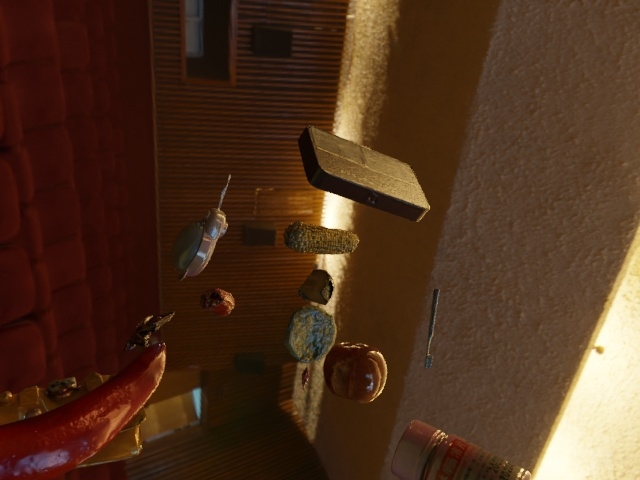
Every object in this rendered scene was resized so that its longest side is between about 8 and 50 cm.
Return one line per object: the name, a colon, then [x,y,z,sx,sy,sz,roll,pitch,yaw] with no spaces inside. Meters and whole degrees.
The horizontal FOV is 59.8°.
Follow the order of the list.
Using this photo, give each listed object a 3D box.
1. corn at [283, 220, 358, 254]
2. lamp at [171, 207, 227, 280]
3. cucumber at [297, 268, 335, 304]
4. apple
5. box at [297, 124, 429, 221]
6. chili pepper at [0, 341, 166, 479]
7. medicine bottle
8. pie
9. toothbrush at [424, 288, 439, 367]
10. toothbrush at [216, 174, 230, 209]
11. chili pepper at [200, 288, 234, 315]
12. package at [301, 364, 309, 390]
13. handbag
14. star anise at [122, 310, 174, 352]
corn: [0.000,0.000,2.041,0.115,0.318,0.115,-17,-110,54]
lamp: [-0.391,0.002,1.746,0.246,0.108,0.179,-55,-147,2]
cucumber: [0.007,0.209,2.434,0.105,0.145,0.325,39,-12,-12]
apple: [0.137,0.528,2.219,0.253,0.253,0.253,27,-58,53]
box: [0.113,-0.172,1.438,0.058,0.350,0.211,-55,-148,33]
chili pepper: [-0.352,0.240,0.709,0.137,0.368,0.092,43,-48,37]
medicine bottle: [0.436,0.736,1.746,0.388,0.219,0.219,21,-60,30]
pie: [-0.032,0.292,1.751,0.041,0.187,0.187,14,-68,62]
toothbrush: [0.306,0.241,1.520,0.016,0.019,0.219,-14,110,-86]
toothbrush: [-0.370,-0.175,2.121,0.017,0.014,0.162,12,-96,45]
chili pepper: [-0.284,0.171,1.548,0.070,0.073,0.123,34,-9,18]
package: [-0.059,0.526,2.136,0.059,0.029,0.083,-83,179,-64]
handbag: [-0.696,0.478,1.508,0.283,0.401,0.133,40,-52,55]
star anise: [-0.484,0.248,1.554,0.053,0.157,0.212,45,-39,-13]
